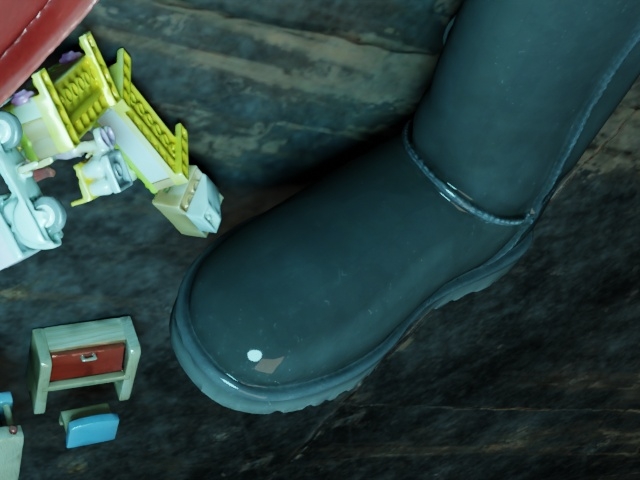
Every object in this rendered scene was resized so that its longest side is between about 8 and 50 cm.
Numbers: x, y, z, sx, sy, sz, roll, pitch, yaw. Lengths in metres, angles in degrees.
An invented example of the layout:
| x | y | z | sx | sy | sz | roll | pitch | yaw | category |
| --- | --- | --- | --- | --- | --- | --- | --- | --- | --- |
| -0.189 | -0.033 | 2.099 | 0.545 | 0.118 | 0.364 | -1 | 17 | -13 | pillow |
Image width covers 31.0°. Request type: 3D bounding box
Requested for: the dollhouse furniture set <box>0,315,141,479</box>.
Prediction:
| x | y | z | sx | sy | sz | roll | pitch | yaw | category |
| --- | --- | --- | --- | --- | --- | --- | --- | --- | --- |
| -0.222 | 0.127 | 0.902 | 0.184 | 0.129 | 0.129 | -7 | 142 | -25 | dollhouse furniture set |

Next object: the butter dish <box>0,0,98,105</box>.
| x | y | z | sx | sy | sz | roll | pitch | yaw | category |
| --- | --- | --- | --- | --- | --- | --- | --- | --- | --- |
| -0.206 | -0.127 | 0.524 | 0.160 | 0.160 | 0.118 | -41 | -174 | 21 | butter dish |

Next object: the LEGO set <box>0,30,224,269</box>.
| x | y | z | sx | sy | sz | roll | pitch | yaw | category |
| --- | --- | --- | --- | --- | --- | --- | --- | --- | --- |
| -0.164 | -0.050 | 0.731 | 0.107 | 0.132 | 0.287 | -17 | 178 | 14 | LEGO set |

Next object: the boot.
| x | y | z | sx | sy | sz | roll | pitch | yaw | category |
| --- | --- | --- | --- | --- | --- | --- | --- | --- | --- |
| 0.104 | -0.109 | 0.741 | 0.367 | 0.146 | 0.445 | -30 | 159 | -42 | boot |
